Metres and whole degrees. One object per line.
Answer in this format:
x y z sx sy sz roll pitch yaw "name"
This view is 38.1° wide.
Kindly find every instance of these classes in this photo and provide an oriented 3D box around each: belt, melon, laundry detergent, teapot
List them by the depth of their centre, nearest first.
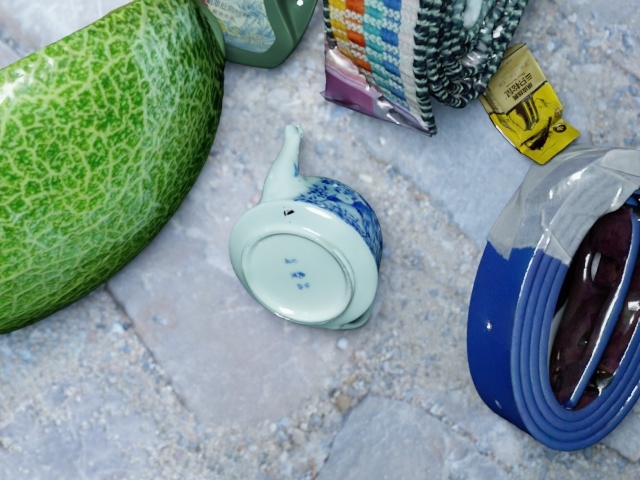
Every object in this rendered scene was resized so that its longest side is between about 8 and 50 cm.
-0.232 -0.090 0.825 0.344 0.226 0.331 -33 145 5 "melon"
-0.060 -0.282 0.890 0.144 0.078 0.221 16 124 -12 "laundry detergent"
0.104 -0.275 0.916 0.207 0.160 0.295 -33 142 -37 "belt"
0.000 0.000 0.972 0.159 0.159 0.232 -31 117 -11 "teapot"
0.293 0.060 1.072 0.212 0.117 0.346 17 93 -19 "belt"

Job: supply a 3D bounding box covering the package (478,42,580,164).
0.232 -0.155 1.060 0.071 0.047 0.131 -41 105 -13 "package"
